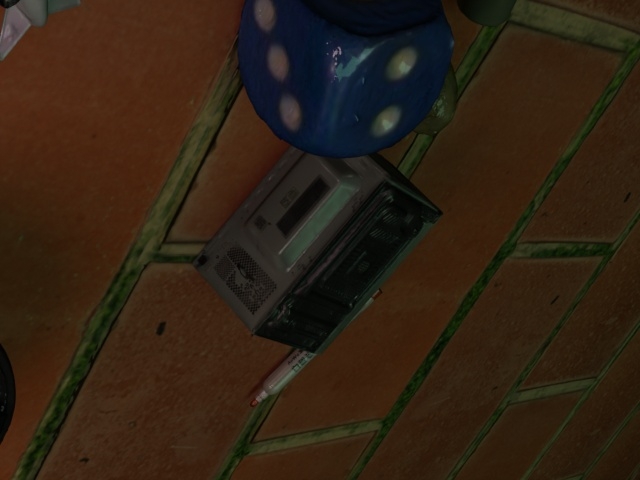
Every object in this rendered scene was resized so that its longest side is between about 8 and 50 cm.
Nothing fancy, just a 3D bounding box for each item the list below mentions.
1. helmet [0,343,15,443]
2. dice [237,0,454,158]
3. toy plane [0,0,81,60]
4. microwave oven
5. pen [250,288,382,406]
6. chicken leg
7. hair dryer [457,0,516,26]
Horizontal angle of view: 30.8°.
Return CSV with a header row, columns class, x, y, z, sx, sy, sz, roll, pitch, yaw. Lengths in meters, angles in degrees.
class,x,y,z,sx,sy,sz,roll,pitch,yaw
helmet,-0.368,0.094,0.851,0.230,0.160,0.279,-41,137,-3
dice,0.021,-0.165,1.008,0.143,0.146,0.146,-18,141,-33
toy plane,-0.210,-0.205,0.776,0.162,0.065,0.171,-43,156,-25
microwave oven,0.000,0.000,1.200,0.208,0.122,0.162,-50,149,9
pen,-0.008,0.129,1.437,0.218,0.026,0.026,-43,149,-1
chicken leg,0.089,-0.178,1.156,0.093,0.070,0.178,-30,139,-12
hair dryer,0.131,-0.296,1.057,0.298,0.119,0.296,-23,150,-4
